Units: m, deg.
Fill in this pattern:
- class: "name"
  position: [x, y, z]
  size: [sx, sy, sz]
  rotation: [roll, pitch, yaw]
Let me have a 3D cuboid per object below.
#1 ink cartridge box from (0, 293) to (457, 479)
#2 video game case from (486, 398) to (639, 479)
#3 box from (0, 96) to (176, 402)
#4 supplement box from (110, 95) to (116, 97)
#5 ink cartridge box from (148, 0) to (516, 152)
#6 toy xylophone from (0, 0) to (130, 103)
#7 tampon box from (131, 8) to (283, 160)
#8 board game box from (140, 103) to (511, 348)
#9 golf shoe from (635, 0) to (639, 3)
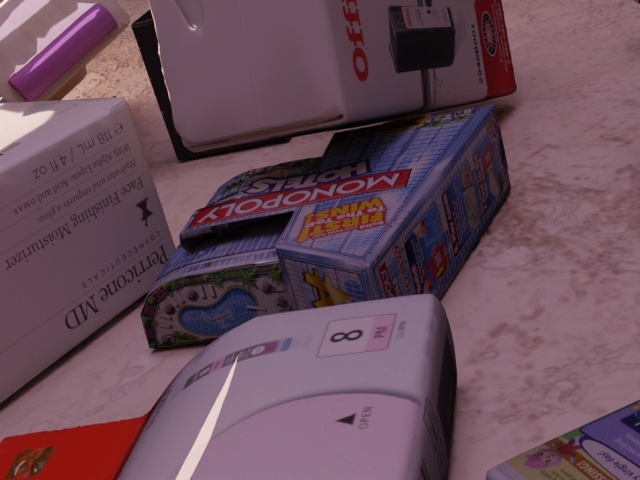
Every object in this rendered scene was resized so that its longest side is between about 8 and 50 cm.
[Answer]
- class: "ink cartridge box"
  position: [-0.068, 0.100, 0.423]
  size: [0.232, 0.066, 0.189]
  rotation: [-6, 25, 14]
- class: "video game case"
  position: [0.180, 0.079, 0.319]
  size: [0.193, 0.023, 0.212]
  rotation: [-22, 18, -12]
- class: "box"
  position: [-0.217, 0.003, 0.654]
  size: [0.182, 0.119, 0.181]
  rotation: [3, 30, 37]
- class: "supplement box"
  position: [-0.193, -0.071, 0.882]
  size: [0.083, 0.056, 0.083]
  rotation: [-20, 23, -7]
- class: "ink cartridge box"
  position: [0.014, -0.172, 0.695]
  size: [0.114, 0.197, 0.273]
  rotation: [-8, 6, 32]
- class: "toy xylophone"
  position: [-0.276, -0.140, 0.952]
  size: [0.236, 0.081, 0.322]
  rotation: [-43, 13, -5]
- class: "tampon box"
  position: [-0.071, -0.159, 0.918]
  size: [0.101, 0.120, 0.161]
  rotation: [-10, 24, 17]
- class: "board game box"
  position: [0.000, 0.000, 0.594]
  size: [0.194, 0.060, 0.194]
  rotation: [-9, 23, 16]
- class: "golf shoe"
  position: [0.353, -0.231, 0.869]
  size: [0.120, 0.105, 0.273]
  rotation: [31, 44, 26]
